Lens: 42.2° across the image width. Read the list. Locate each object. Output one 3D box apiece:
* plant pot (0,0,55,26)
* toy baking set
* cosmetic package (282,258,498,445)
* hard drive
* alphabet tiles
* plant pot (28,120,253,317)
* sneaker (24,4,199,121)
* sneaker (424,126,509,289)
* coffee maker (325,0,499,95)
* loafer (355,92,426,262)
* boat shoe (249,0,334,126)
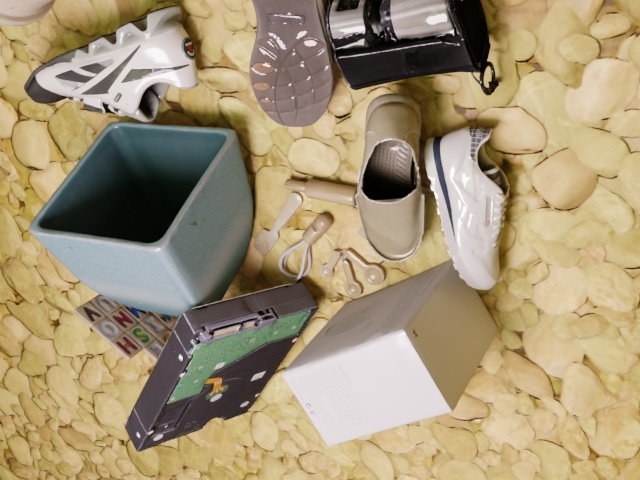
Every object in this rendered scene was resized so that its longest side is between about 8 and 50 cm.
[{"bbox_3d":[-0.347,-0.493,1.091,0.306,0.334,0.333,-14,107,22],"label":"plant pot"},{"bbox_3d":[0.001,-0.006,1.304,0.256,0.030,0.196,16,121,21],"label":"toy baking set"},{"bbox_3d":[0.107,0.162,1.212,0.225,0.224,0.138,-27,99,36],"label":"cosmetic package"},{"bbox_3d":[-0.169,0.210,1.372,0.064,0.237,0.339,56,136,24],"label":"hard drive"},{"bbox_3d":[-0.300,0.110,1.402,0.198,0.237,0.009,41,118,4],"label":"alphabet tiles"},{"bbox_3d":[-0.246,-0.010,1.314,0.248,0.247,0.252,8,142,25],"label":"plant pot"},{"bbox_3d":[-0.332,-0.243,1.308,0.331,0.122,0.146,-13,106,33],"label":"sneaker"},{"bbox_3d":[0.217,-0.040,1.139,0.095,0.090,0.235,-12,110,23],"label":"sneaker"},{"bbox_3d":[0.114,-0.249,1.061,0.178,0.120,0.171,-4,113,31],"label":"coffee maker"},{"bbox_3d":[0.093,-0.068,1.146,0.102,0.092,0.268,2,128,13],"label":"loafer"},{"bbox_3d":[-0.030,-0.296,1.124,0.123,0.116,0.324,10,139,7],"label":"boat shoe"}]
